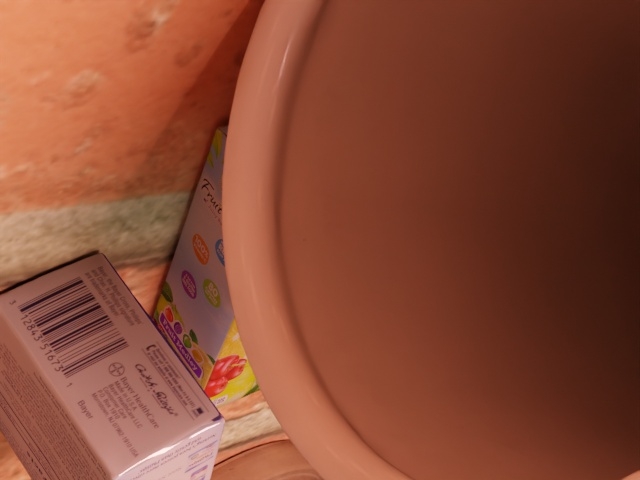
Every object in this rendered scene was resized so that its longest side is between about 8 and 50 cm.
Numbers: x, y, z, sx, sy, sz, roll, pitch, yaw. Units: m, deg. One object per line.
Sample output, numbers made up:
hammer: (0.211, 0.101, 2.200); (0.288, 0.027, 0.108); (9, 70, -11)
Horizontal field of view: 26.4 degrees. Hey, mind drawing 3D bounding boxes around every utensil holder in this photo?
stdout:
utensil holder: (0.202, -0.015, 0.666); (0.385, 0.327, 0.327); (10, 129, -42)

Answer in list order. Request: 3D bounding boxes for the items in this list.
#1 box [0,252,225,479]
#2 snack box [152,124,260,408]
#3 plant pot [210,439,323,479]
box: (-0.124, 0.100, 0.765); (0.072, 0.126, 0.137); (-26, 155, -29)
snack box: (0.000, 0.000, 0.828); (0.174, 0.070, 0.207); (-20, 152, -34)
plant pot: (-0.078, 0.291, 1.202); (0.237, 0.110, 0.237); (-30, 155, -16)
